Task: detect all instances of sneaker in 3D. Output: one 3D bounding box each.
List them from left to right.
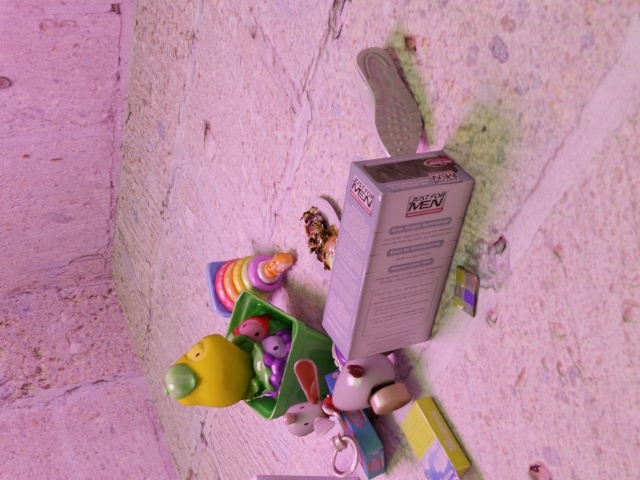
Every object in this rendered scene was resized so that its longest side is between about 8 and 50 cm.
[{"bbox_3d":[0.092,0.280,1.759,0.170,0.068,0.071,53,129,28],"label":"sneaker"},{"bbox_3d":[0.124,-0.244,1.470,0.095,0.090,0.235,114,143,-69],"label":"sneaker"}]

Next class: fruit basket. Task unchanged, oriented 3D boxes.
[{"bbox_3d":[-0.186,0.281,1.904,0.392,0.392,0.282,19,92,61],"label":"fruit basket"}]

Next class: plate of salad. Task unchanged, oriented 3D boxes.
[{"bbox_3d":[0.000,0.000,1.833,0.200,0.048,0.199,36,131,55],"label":"plate of salad"}]

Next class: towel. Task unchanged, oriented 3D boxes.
[{"bbox_3d":[0.257,0.090,1.390,0.060,0.009,0.083,37,131,53],"label":"towel"}]

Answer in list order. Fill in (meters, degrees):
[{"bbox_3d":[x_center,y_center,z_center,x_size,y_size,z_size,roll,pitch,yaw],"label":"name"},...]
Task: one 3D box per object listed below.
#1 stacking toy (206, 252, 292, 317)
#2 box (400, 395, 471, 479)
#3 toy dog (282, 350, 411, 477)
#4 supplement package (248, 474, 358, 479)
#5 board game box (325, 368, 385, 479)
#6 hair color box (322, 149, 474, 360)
[{"bbox_3d":[-0.164,0.096,2.122,0.302,0.175,0.165,-28,71,49],"label":"stacking toy"},{"bbox_3d":[0.227,0.409,1.534,0.178,0.042,0.109,61,149,33],"label":"box"},{"bbox_3d":[0.033,0.323,1.632,0.333,0.161,0.220,-54,49,17],"label":"toy dog"},{"bbox_3d":[-0.057,0.691,1.912,0.199,0.263,0.198,126,145,-57],"label":"supplement package"},{"bbox_3d":[0.079,0.418,1.778,0.160,0.047,0.210,81,163,-53],"label":"board game box"},{"bbox_3d":[0.131,0.032,1.422,0.113,0.185,0.374,53,143,44],"label":"hair color box"}]
